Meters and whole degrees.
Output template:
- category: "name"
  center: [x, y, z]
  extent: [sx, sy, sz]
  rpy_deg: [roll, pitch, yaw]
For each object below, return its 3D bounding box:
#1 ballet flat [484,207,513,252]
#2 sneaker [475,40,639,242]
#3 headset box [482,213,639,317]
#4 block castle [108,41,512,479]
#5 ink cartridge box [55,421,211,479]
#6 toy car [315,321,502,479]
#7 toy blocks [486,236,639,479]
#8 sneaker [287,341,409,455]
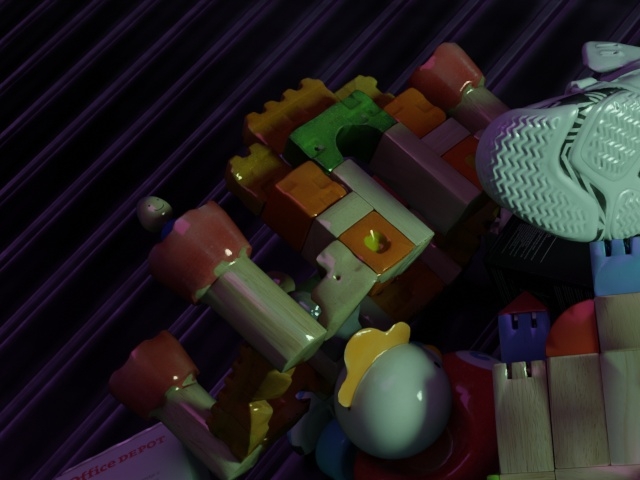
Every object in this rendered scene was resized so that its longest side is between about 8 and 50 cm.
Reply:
- category: "ballet flat"
  center: [0.262, -0.061, 1.429]
  extent: [0.072, 0.068, 0.213]
  rpy_deg: [15, 56, 39]
- category: "sneaker"
  center: [0.270, -0.101, 1.144]
  extent: [0.366, 0.137, 0.210]
  rpy_deg: [-6, 24, -26]
- category: "headset box"
  center: [0.360, 0.003, 1.259]
  extent: [0.283, 0.131, 0.246]
  rpy_deg: [13, 55, 38]
- category: "block castle"
  center: [0.000, 0.000, 1.217]
  extent: [0.213, 0.303, 0.453]
  rpy_deg: [43, 52, 14]
- category: "ink cartridge box"
  center: [-0.186, 0.316, 1.273]
  extent: [0.154, 0.093, 0.212]
  rpy_deg: [-27, 42, 1]
- category: "toy car"
  center: [0.095, 0.155, 1.168]
  extent: [0.210, 0.238, 0.219]
  rpy_deg: [-46, 44, -19]
- category: "toy blocks"
  center: [0.299, 0.112, 1.044]
  extent: [0.381, 0.191, 0.261]
  rpy_deg: [-7, 78, 20]
- category: "sneaker"
  center: [0.034, 0.161, 1.331]
  extent: [0.083, 0.071, 0.190]
  rpy_deg: [16, 57, 33]
